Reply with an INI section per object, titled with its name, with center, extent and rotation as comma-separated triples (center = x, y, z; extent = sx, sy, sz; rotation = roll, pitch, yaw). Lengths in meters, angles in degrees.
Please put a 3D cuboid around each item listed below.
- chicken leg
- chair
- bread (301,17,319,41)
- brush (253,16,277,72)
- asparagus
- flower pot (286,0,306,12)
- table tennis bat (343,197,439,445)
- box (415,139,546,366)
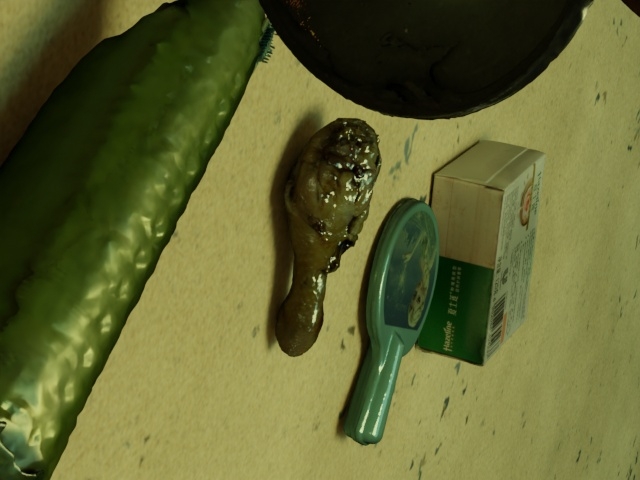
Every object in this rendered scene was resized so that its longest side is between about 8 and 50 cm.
[chicken leg]
center = -0.003, -0.001, 1.218
extent = 0.085, 0.069, 0.197
rotation = -81, -175, -74
[chair]
center = 0.168, -0.197, 0.837
extent = 0.401, 0.227, 0.226
rotation = -13, 116, -46
[bread]
center = 0.010, -0.202, 1.129
extent = 0.082, 0.056, 0.115
rotation = -47, 149, -42
[brush]
center = -0.049, -0.122, 1.097
extent = 0.083, 0.013, 0.016
rotation = -64, 156, -22
[asparagus]
center = -0.142, 0.009, 0.838
extent = 0.382, 0.108, 0.128
rotation = -64, -174, -31
[flower pot]
center = -0.024, -0.236, 0.896
extent = 0.173, 0.191, 0.190
rotation = 6, 97, -58
[table tennis bat]
center = 0.068, 0.076, 1.449
extent = 0.149, 0.038, 0.237
rotation = 45, 59, -64
[box]
center = 0.165, 0.011, 1.574
extent = 0.135, 0.081, 0.199
rotation = -34, 135, -58
